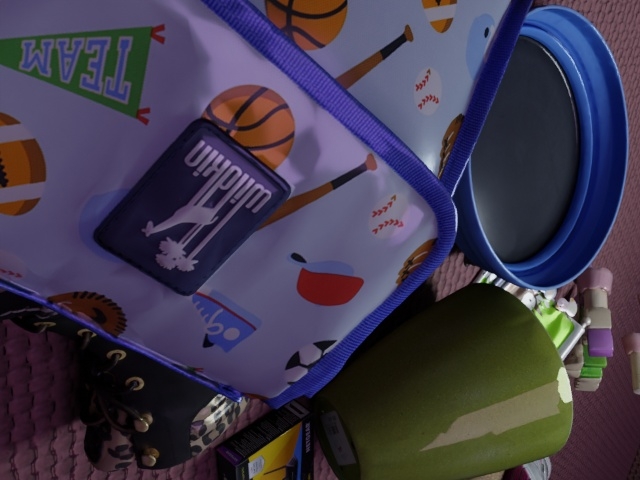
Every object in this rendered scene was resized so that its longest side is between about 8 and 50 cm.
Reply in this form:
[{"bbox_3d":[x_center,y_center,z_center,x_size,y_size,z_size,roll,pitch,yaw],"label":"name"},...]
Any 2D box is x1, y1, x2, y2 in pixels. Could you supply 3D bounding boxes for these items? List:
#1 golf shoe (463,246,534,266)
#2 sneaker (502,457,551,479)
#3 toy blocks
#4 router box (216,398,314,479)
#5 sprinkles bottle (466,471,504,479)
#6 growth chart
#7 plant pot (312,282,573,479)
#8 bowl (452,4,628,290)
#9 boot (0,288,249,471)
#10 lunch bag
[{"bbox_3d":[0.311,-0.054,1.126,0.273,0.105,0.120,-37,115,-31],"label":"golf shoe"},{"bbox_3d":[0.415,0.456,1.396,0.111,0.252,0.102,11,114,-9],"label":"sneaker"},{"bbox_3d":[0.526,0.140,1.407,0.288,0.309,0.260,65,28,-58],"label":"toy blocks"},{"bbox_3d":[-0.070,0.319,0.940,0.133,0.046,0.178,-26,130,-36],"label":"router box"},{"bbox_3d":[0.283,0.520,1.391,0.121,0.121,0.355,-5,115,-47],"label":"sprinkles bottle"},{"bbox_3d":[0.351,0.132,1.216,0.237,0.021,0.172,35,78,-9],"label":"growth chart"},{"bbox_3d":[0.147,0.232,0.994,0.294,0.275,0.274,-17,125,-23],"label":"plant pot"},{"bbox_3d":[0.306,-0.127,0.991,0.391,0.077,0.390,-6,99,-39],"label":"bowl"},{"bbox_3d":[-0.194,0.083,0.598,0.377,0.138,0.284,-28,131,-43],"label":"boot"},{"bbox_3d":[-0.060,-0.118,0.449,0.328,0.239,0.385,36,72,-33],"label":"lunch bag"}]
